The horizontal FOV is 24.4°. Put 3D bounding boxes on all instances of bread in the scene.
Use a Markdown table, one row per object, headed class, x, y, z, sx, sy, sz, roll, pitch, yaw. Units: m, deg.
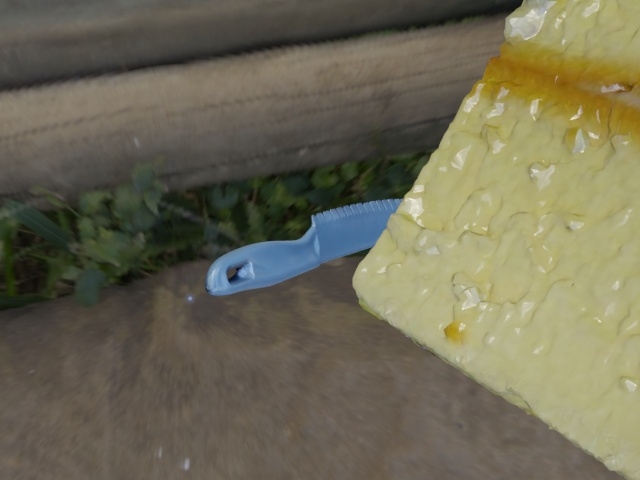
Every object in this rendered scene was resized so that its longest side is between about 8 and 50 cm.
| class | x | y | z | sx | sy | sz | roll | pitch | yaw |
| --- | --- | --- | --- | --- | --- | --- | --- | --- | --- |
| bread | 0.174 | -0.020 | 0.633 | 0.198 | 0.236 | 0.263 | 37 | 85 | -43 |

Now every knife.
| class | x | y | z | sx | sy | sz | roll | pitch | yaw |
| --- | --- | --- | --- | --- | --- | --- | --- | --- | --- |
| knife | 0.000 | 0.000 | 1.174 | 0.019 | 0.313 | 0.044 | -5 | 96 | 32 |
